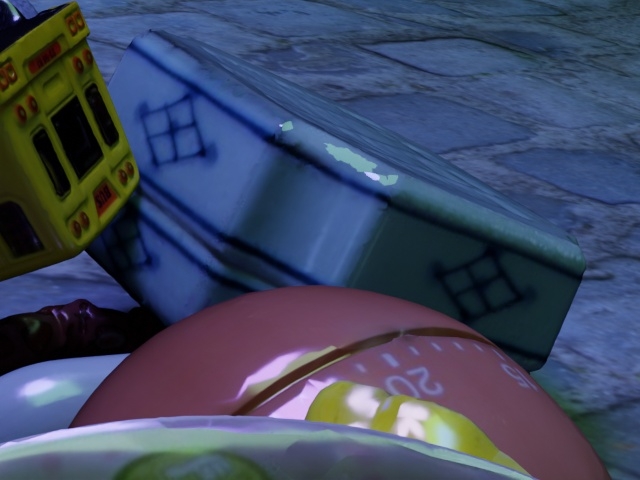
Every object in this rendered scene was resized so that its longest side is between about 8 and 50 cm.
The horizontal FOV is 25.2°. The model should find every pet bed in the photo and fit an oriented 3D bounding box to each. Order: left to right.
[{"bbox_3d":[-0.130,0.096,0.818,0.201,0.053,0.201,9,25,-4],"label":"pet bed"}]

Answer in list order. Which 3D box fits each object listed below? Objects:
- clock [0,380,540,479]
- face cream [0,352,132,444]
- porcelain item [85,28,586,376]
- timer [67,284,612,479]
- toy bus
[{"bbox_3d":[-0.047,0.231,0.251,0.368,0.250,0.376,26,38,25],"label":"clock"},{"bbox_3d":[-0.110,0.113,0.663,0.291,0.144,0.071,-1,33,-33],"label":"face cream"},{"bbox_3d":[0.000,0.000,0.913,0.286,0.157,0.281,18,11,-42],"label":"porcelain item"},{"bbox_3d":[0.005,0.137,0.553,0.229,0.230,0.215,-4,36,-35],"label":"timer"},{"bbox_3d":[-0.280,-0.026,0.812,0.331,0.151,0.145,-16,21,21],"label":"toy bus"}]
